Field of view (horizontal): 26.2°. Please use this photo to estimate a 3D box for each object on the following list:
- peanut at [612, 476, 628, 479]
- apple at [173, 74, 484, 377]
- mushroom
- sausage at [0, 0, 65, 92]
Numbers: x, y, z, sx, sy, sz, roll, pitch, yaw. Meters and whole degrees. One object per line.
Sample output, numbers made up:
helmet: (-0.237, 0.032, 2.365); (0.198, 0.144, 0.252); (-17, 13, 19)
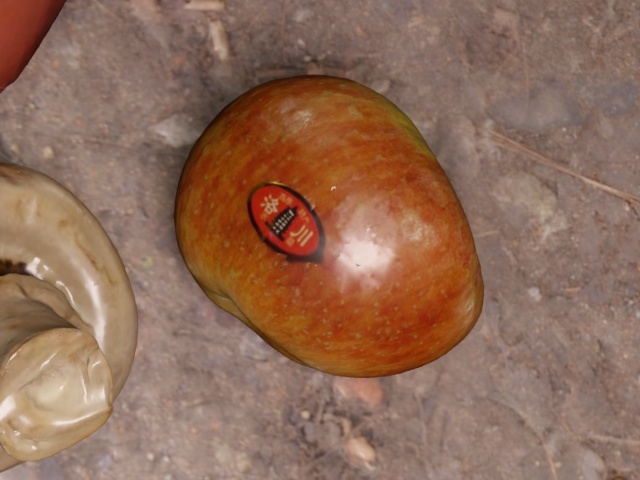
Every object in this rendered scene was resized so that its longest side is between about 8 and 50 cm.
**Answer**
peanut: (0.325, 0.313, 1.393); (0.076, 0.076, 0.152); (-11, 70, -19)
apple: (0.000, 0.000, 1.308); (0.250, 0.277, 0.309); (-27, 55, -9)
mushroom: (-0.276, 0.073, 1.177); (0.292, 0.290, 0.293); (-2, 95, -31)
sausage: (-0.332, -0.250, 1.359); (0.152, 0.152, 0.280); (28, 67, -5)
